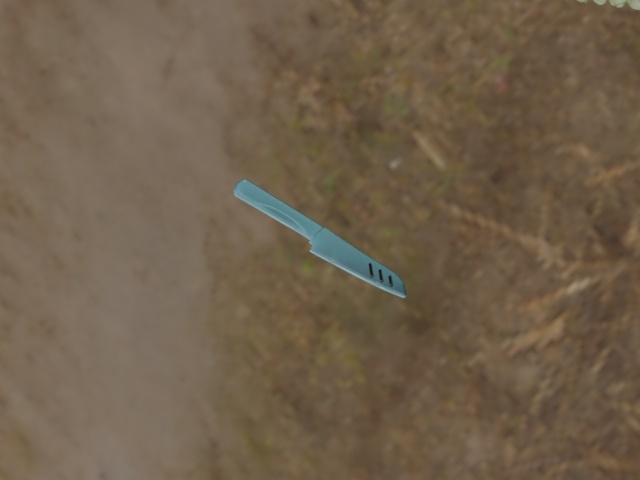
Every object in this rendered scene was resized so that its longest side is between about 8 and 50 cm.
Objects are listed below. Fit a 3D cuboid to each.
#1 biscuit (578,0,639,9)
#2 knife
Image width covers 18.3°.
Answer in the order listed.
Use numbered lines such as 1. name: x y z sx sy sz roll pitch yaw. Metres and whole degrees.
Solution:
1. biscuit: 0.175 -0.209 1.187 0.231 0.016 0.139 18 100 49
2. knife: 0.000 0.000 0.878 0.091 0.014 0.005 31 153 6
